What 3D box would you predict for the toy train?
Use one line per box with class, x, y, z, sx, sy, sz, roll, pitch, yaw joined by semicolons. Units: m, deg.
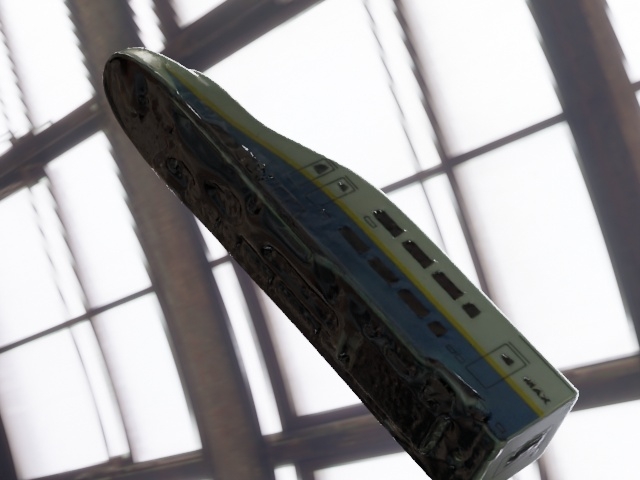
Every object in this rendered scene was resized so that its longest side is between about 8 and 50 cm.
toy train;0.000;0.000;0.693;0.051;0.052;0.234;-26;-118;-35
